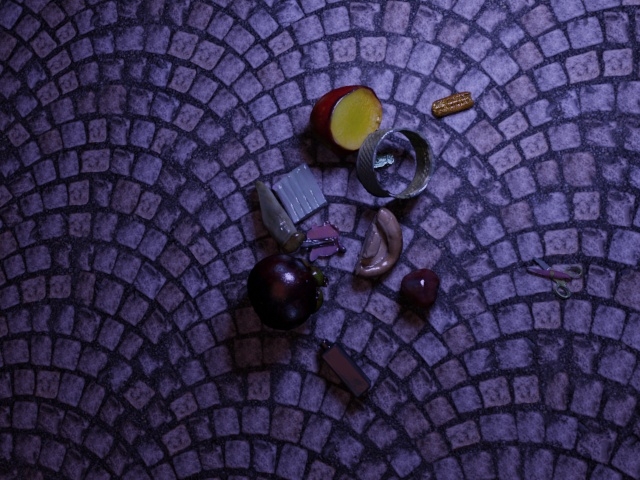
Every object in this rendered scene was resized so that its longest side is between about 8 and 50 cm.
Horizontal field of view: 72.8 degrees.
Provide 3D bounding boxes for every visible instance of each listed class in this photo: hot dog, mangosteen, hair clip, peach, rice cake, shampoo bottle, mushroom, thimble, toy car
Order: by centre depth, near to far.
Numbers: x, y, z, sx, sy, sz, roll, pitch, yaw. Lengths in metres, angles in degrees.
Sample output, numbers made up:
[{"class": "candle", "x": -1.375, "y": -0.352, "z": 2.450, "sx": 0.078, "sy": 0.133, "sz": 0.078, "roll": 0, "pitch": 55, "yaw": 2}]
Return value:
[{"class": "thimble", "x": 0.279, "y": -0.285, "z": 1.621, "sx": 0.271, "sy": 0.150, "sz": 0.270, "roll": -3, "pitch": 101, "yaw": -18}, {"class": "mangosteen", "x": -0.126, "y": 0.184, "z": 1.623, "sx": 0.300, "sy": 0.300, "sz": 0.300, "roll": -1, "pitch": 86, "yaw": 7}, {"class": "peach", "x": 0.380, "y": 0.180, "z": 1.628, "sx": 0.152, "sy": 0.152, "sz": 0.152, "roll": -1, "pitch": 86, "yaw": 7}, {"class": "peach", "x": 0.096, "y": -0.478, "z": 1.665, "sx": 0.275, "sy": 0.248, "sz": 0.245, "roll": -42, "pitch": 61, "yaw": -2}, {"class": "mushroom", "x": 0.241, "y": 0.021, "z": 1.665, "sx": 0.151, "sy": 0.156, "sz": 0.285, "roll": 19, "pitch": 101, "yaw": -4}, {"class": "shampoo bottle", "x": 0.090, "y": 0.485, "z": 1.678, "sx": 0.079, "sy": 0.080, "sz": 0.246, "roll": -43, "pitch": 83, "yaw": 1}, {"class": "hot dog", "x": 0.518, "y": -0.539, "z": 1.712, "sx": 0.165, "sy": 0.045, "sz": 0.071, "roll": -15, "pitch": 86, "yaw": 5}, {"class": "mushroom", "x": -0.184, "y": -0.091, "z": 1.728, "sx": 0.107, "sy": 0.087, "sz": 0.333, "roll": -36, "pitch": 72, "yaw": -6}, {"class": "toy car", "x": 0.232, "y": -0.319, "z": 1.739, "sx": 0.122, "sy": 0.035, "sz": 0.059, "roll": -10, "pitch": 85, "yaw": -2}, {"class": "hair clip", "x": 0.000, "y": 0.001, "z": 1.744, "sx": 0.187, "sy": 0.056, "sz": 0.146, "roll": -12, "pitch": 83, "yaw": -3}, {"class": "rice cake", "x": -0.083, "y": -0.190, "z": 1.758, "sx": 0.189, "sy": 0.037, "sz": 0.198, "roll": -35, "pitch": 77, "yaw": -1}]

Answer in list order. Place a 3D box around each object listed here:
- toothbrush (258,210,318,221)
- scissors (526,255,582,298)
[{"class": "toothbrush", "x": -0.131, "y": -0.106, "z": 1.778, "sx": 0.257, "sy": 0.024, "sz": 0.018, "roll": -9, "pitch": 85, "yaw": 5}, {"class": "scissors", "x": 0.874, "y": 0.127, "z": 1.633, "sx": 0.187, "sy": 0.020, "sz": 0.133, "roll": 28, "pitch": 94, "yaw": 7}]
